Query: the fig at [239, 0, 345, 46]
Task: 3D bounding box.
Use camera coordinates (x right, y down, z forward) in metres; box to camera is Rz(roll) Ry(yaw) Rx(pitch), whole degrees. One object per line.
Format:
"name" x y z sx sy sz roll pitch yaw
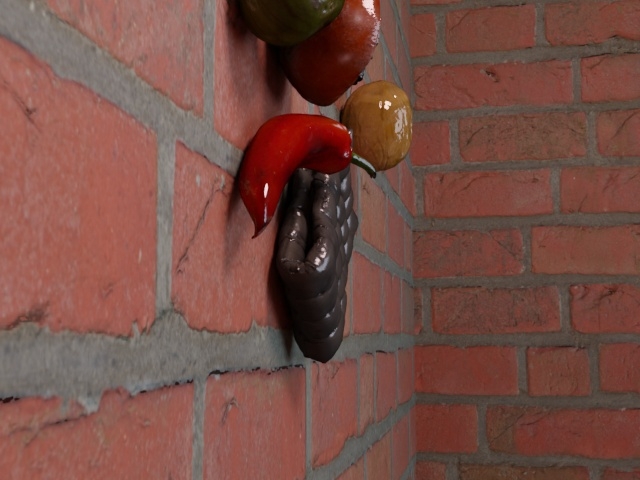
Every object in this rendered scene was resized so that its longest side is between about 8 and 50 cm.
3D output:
"fig" -0.070 -0.377 1.060 0.259 0.151 0.151 59 16 -6

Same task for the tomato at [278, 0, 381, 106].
"tomato" -0.001 -0.314 1.216 0.236 0.095 0.237 -175 -90 -67

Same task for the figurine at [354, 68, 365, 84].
"figurine" 0.089 -0.417 1.867 0.077 0.079 0.136 -28 -120 55

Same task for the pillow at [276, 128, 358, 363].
"pillow" 0.000 0.000 1.324 0.228 0.101 0.326 78 17 -45

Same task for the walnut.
"walnut" 0.122 -0.248 1.809 0.165 0.165 0.197 -63 150 -67

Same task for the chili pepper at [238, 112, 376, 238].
"chili pepper" -0.033 -0.107 1.139 0.368 0.091 0.137 -30 97 -57
